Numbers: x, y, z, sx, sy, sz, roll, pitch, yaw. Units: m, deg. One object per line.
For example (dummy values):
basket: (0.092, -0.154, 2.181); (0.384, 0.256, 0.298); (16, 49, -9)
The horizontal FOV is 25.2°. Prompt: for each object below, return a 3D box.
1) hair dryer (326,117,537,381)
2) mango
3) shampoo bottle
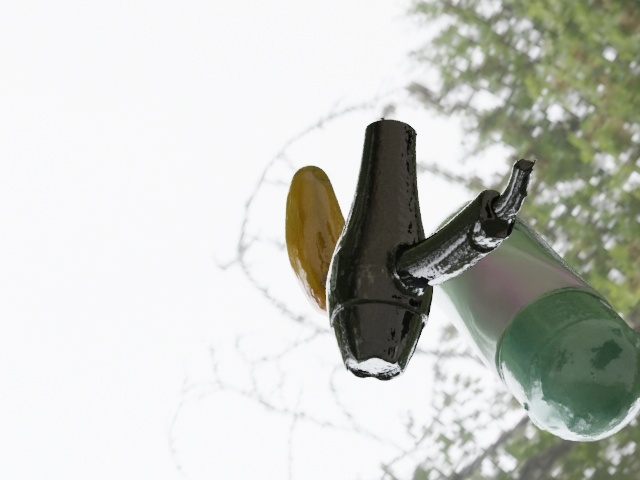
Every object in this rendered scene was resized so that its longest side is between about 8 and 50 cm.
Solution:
hair dryer: (0.102, -0.023, 1.152); (0.091, 0.271, 0.236); (19, -117, -28)
mango: (0.000, 0.000, 1.653); (0.075, 0.098, 0.190); (-11, -103, 13)
shampoo bottle: (0.244, 0.094, 1.612); (0.222, 0.151, 0.349); (42, -173, -30)
